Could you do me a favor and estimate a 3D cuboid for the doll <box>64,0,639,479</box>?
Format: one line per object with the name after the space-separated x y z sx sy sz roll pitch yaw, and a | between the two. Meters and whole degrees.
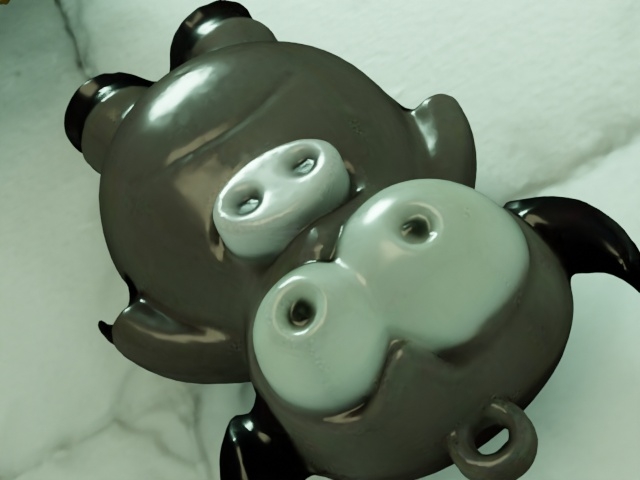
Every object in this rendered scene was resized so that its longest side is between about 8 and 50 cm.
0.000 0.000 0.631 0.182 0.117 0.257 -36 47 -6 | doll

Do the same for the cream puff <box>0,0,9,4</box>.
-0.290 -0.189 0.834 0.303 0.212 0.303 0 77 -1 | cream puff
